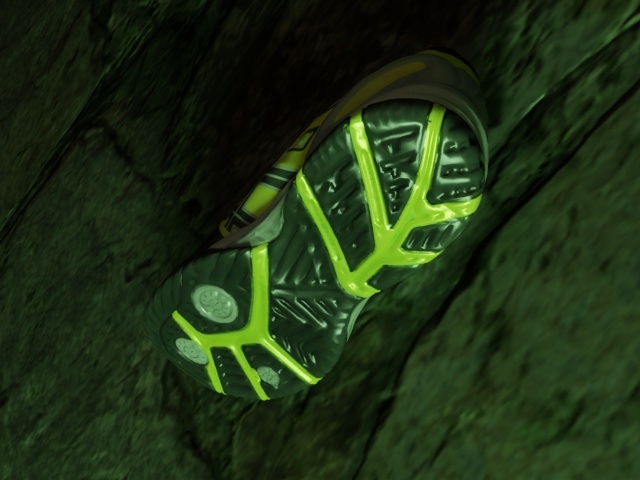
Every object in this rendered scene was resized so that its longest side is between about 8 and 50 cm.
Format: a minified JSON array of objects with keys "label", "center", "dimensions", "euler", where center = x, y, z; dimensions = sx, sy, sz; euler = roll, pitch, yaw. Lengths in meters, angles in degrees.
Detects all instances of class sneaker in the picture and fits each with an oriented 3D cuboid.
[{"label":"sneaker","center":[0.000,0.000,0.808],"dimensions":[0.385,0.145,0.147],"euler":[-37,15,39]}]
